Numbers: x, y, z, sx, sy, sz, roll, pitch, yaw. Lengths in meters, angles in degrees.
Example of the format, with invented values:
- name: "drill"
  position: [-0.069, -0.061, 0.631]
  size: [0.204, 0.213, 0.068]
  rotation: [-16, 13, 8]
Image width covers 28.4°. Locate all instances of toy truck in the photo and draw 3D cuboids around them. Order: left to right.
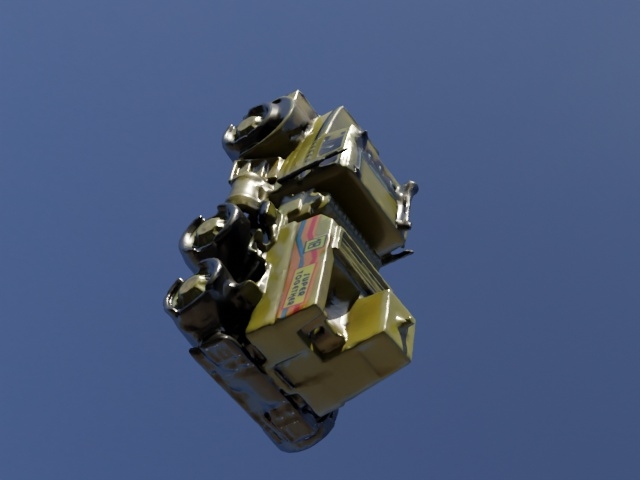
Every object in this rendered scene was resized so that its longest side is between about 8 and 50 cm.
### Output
- name: "toy truck"
  position: [-0.004, 0.001, 0.815]
  size: [0.127, 0.257, 0.127]
  rotation: [-28, -62, 22]
